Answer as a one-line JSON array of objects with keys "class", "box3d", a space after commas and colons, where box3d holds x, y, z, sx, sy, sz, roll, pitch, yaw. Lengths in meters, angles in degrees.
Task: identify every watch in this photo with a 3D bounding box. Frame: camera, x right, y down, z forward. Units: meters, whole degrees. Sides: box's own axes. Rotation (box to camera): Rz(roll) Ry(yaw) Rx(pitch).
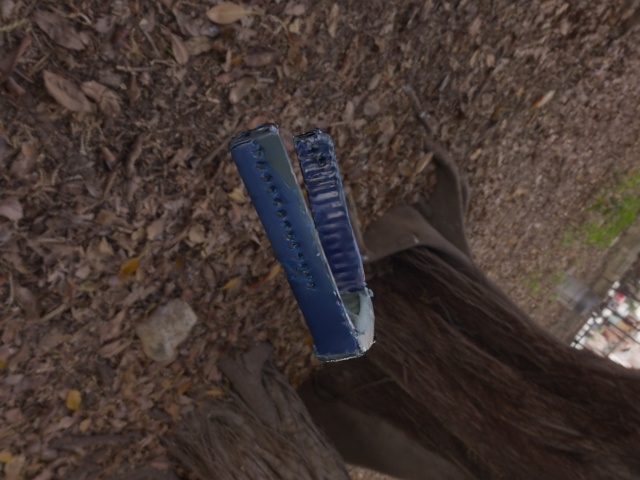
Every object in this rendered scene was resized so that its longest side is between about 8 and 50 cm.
[{"class": "watch", "box3d": [-0.001, 0.008, 0.666, 0.068, 0.274, 0.276, -10, -172, 13]}]
